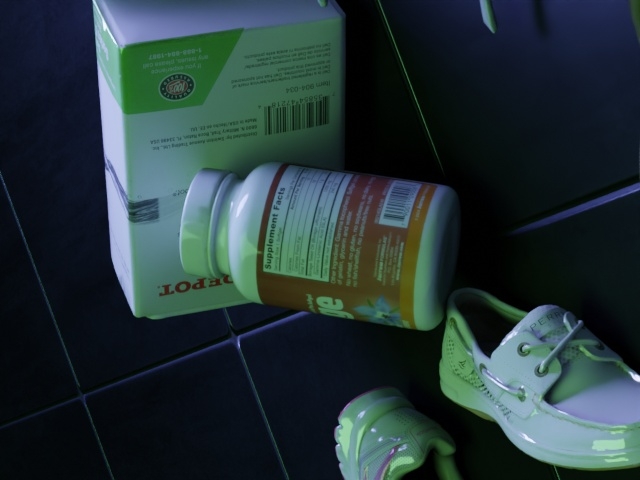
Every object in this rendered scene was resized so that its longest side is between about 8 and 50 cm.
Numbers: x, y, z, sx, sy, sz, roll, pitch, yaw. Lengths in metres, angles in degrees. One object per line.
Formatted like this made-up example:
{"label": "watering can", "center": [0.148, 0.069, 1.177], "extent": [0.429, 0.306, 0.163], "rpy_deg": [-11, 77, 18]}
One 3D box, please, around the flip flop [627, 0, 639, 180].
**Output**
{"label": "flip flop", "center": [0.248, -0.123, 1.236], "extent": [0.080, 0.112, 0.277], "rpy_deg": [10, 116, 30]}

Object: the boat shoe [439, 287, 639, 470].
{"label": "boat shoe", "center": [0.172, 0.098, 1.498], "extent": [0.277, 0.098, 0.096], "rpy_deg": [20, 125, 57]}

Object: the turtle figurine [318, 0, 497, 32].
{"label": "turtle figurine", "center": [0.052, -0.308, 1.357], "extent": [0.266, 0.198, 0.274], "rpy_deg": [64, 148, 19]}

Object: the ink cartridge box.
{"label": "ink cartridge box", "center": [-0.086, -0.085, 1.715], "extent": [0.115, 0.198, 0.273], "rpy_deg": [-121, 26, -53]}

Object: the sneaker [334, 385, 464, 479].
{"label": "sneaker", "center": [0.081, 0.263, 1.758], "extent": [0.111, 0.103, 0.252], "rpy_deg": [21, 126, 57]}

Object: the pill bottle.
{"label": "pill bottle", "center": [0.000, 0.000, 1.609], "extent": [0.216, 0.121, 0.121], "rpy_deg": [9, 123, 13]}
